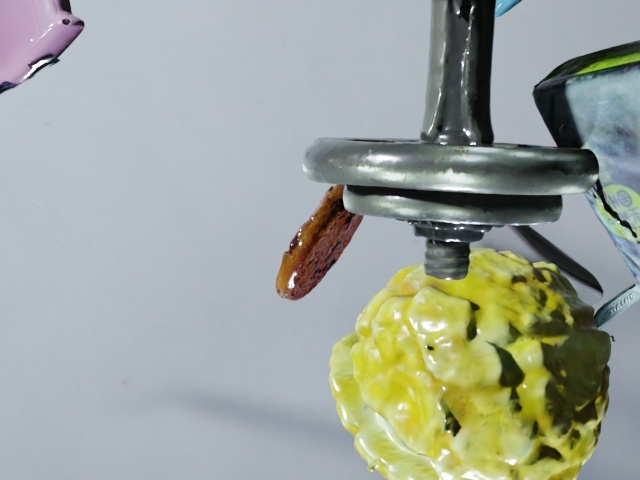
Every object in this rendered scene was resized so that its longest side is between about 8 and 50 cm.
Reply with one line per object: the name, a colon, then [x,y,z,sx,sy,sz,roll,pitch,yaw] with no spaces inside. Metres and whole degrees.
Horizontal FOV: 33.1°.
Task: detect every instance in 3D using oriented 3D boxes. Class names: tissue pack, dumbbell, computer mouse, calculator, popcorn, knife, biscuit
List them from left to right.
calculator: [-0.500,-0.328,1.699,0.043,0.294,0.194,14,53,-57]
biscuit: [0.000,0.000,1.473,0.049,0.192,0.192,35,80,16]
dumbbell: [0.089,-0.118,0.695,0.192,0.192,0.290,0,97,-22]
popcorn: [0.159,0.150,1.096,0.247,0.282,0.282,17,89,-39]
computer mouse: [0.269,0.031,1.429,0.232,0.120,0.057,36,61,-18]
knife: [0.493,0.072,1.648,0.210,0.015,0.028,-35,80,-1]
tissue pack: [0.262,-0.052,0.670,0.073,0.235,0.173,-39,108,-25]

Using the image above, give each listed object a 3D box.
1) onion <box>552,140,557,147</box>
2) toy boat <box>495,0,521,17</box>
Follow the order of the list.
onion: [0.473,-0.169,1.810,0.177,0.153,0.177,-32,136,-38]
toy boat: [0.236,-0.345,1.329,0.185,0.075,0.077,-43,76,16]
